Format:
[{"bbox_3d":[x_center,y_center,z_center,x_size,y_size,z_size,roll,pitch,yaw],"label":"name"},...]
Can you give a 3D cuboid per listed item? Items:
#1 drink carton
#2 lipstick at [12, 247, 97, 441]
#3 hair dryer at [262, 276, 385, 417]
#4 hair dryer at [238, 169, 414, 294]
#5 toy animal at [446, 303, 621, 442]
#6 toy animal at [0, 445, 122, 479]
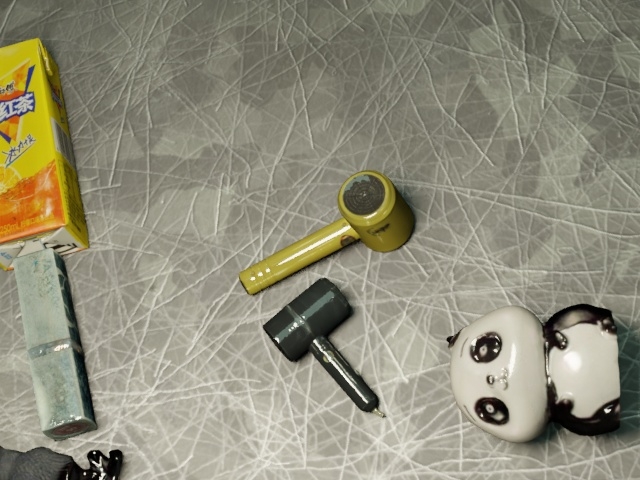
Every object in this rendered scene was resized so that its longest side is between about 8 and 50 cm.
[{"bbox_3d":[-0.487,-0.142,1.801,0.154,0.111,0.351,-15,68,2],"label":"drink carton"},{"bbox_3d":[-0.406,0.152,1.694,0.076,0.077,0.290,-18,67,1],"label":"lipstick"},{"bbox_3d":[0.027,0.170,1.637,0.124,0.071,0.219,-38,75,-7],"label":"hair dryer"},{"bbox_3d":[0.000,0.000,1.676,0.278,0.135,0.090,-28,67,8],"label":"hair dryer"},{"bbox_3d":[0.294,0.182,1.534,0.235,0.165,0.187,-3,86,5],"label":"toy animal"},{"bbox_3d":[-0.396,0.346,1.599,0.210,0.117,0.121,6,77,8],"label":"toy animal"}]
